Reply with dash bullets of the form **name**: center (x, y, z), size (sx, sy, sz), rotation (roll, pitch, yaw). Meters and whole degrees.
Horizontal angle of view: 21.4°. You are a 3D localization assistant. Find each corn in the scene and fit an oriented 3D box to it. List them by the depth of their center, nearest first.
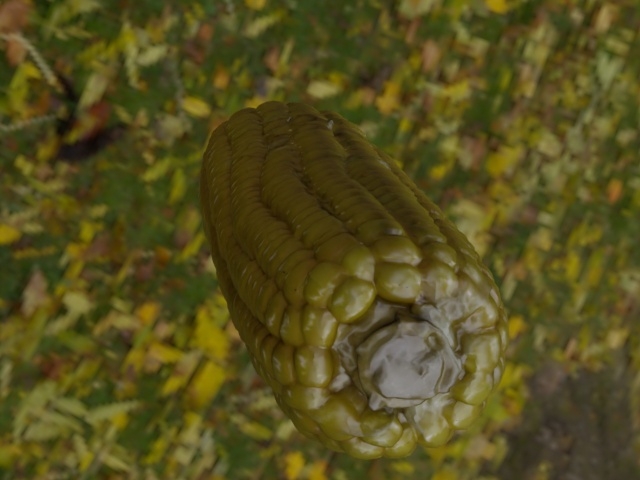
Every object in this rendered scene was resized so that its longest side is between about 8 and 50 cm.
- **corn**: center (0.000, 0.000, 0.573), size (0.080, 0.231, 0.080), rotation (-4, 110, -11)
